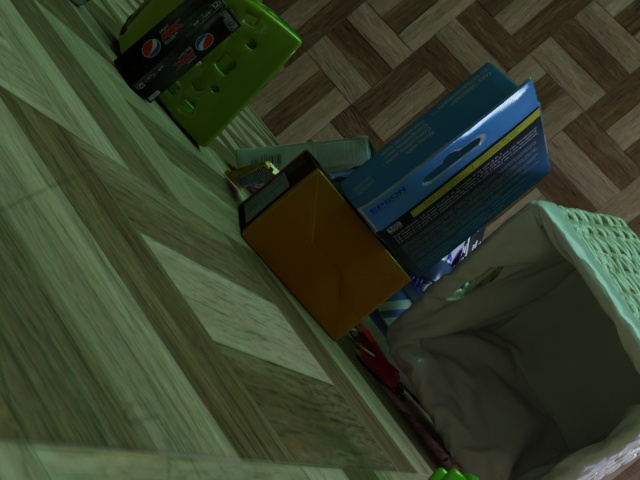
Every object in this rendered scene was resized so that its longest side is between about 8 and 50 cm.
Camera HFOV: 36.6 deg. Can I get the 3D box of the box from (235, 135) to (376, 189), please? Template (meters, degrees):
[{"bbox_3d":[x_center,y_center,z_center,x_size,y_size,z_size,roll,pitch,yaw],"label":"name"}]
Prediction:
[{"bbox_3d":[-0.007,-0.129,1.794,0.322,0.232,0.059,19,66,-80],"label":"box"}]

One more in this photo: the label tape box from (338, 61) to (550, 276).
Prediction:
[{"bbox_3d":[0.160,-0.099,1.256,0.115,0.249,0.347,53,5,22],"label":"label tape box"}]

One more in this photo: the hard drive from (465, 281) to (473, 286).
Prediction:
[{"bbox_3d":[0.291,0.235,1.876,0.339,0.237,0.064,51,-40,11],"label":"hard drive"}]

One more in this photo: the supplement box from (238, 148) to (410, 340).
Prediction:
[{"bbox_3d":[0.000,0.000,1.313,0.191,0.129,0.194,49,5,-14],"label":"supplement box"}]

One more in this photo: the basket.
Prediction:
[{"bbox_3d":[0.334,0.164,1.361,0.266,0.328,0.331,1,51,-49],"label":"basket"}]

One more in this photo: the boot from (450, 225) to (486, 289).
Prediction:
[{"bbox_3d":[0.154,0.057,1.783,0.222,0.338,0.118,22,4,28],"label":"boot"}]

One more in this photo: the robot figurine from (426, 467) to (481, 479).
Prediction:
[{"bbox_3d":[0.142,0.266,0.905,0.115,0.067,0.101,49,-26,-7],"label":"robot figurine"}]

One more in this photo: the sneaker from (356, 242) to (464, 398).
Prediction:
[{"bbox_3d":[0.178,0.098,1.616,0.323,0.236,0.130,50,4,4],"label":"sneaker"}]

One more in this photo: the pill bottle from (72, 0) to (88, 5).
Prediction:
[{"bbox_3d":[-0.312,-0.453,1.412,0.119,0.208,0.119,50,4,-5],"label":"pill bottle"}]

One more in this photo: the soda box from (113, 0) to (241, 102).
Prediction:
[{"bbox_3d":[-0.195,-0.268,1.319,0.060,0.169,0.053,53,4,28],"label":"soda box"}]

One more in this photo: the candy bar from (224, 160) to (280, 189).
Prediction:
[{"bbox_3d":[-0.101,-0.098,1.455,0.040,0.018,0.161,48,-21,-18],"label":"candy bar"}]

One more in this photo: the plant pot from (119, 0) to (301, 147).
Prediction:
[{"bbox_3d":[-0.185,-0.310,1.508,0.207,0.227,0.228,42,7,-20],"label":"plant pot"}]

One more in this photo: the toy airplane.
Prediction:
[{"bbox_3d":[0.086,0.174,1.399,0.151,0.028,0.151,52,3,-4],"label":"toy airplane"}]
